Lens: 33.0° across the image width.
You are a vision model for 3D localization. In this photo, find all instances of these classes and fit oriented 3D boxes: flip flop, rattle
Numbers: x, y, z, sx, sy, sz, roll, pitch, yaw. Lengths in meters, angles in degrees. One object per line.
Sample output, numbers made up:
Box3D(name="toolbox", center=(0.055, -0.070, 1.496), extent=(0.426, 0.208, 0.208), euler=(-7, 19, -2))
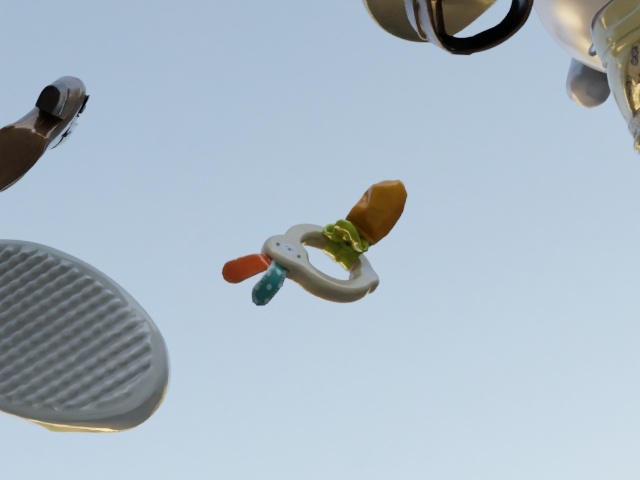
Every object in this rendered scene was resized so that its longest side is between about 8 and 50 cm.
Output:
Box3D(name="flip flop", center=(0.101, -0.166, 0.706), extent=(0.112, 0.080, 0.277), euler=(7, -4, -20))
Box3D(name="rattle", center=(0.000, 0.000, 1.264), extent=(0.200, 0.130, 0.143), euler=(7, -35, -39))

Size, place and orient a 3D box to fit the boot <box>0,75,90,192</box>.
Box3D(name="boot", center=(-0.239, -0.089, 0.924), extent=(0.118, 0.042, 0.087), euler=(-53, 0, 1))

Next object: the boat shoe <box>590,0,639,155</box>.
Box3D(name="boat shoe", center=(0.237, -0.115, 0.494), extent=(0.105, 0.089, 0.285), euler=(-6, -11, -21))

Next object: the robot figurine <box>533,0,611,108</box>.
Box3D(name="robot figurine", center=(0.299, -0.268, 0.979), extent=(0.200, 0.353, 0.300), euler=(22, -59, 9))

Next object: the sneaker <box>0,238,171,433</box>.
Box3D(name="sneaker", center=(-0.260, 0.082, 0.881), extent=(0.135, 0.366, 0.150), euler=(-63, -28, -22))
